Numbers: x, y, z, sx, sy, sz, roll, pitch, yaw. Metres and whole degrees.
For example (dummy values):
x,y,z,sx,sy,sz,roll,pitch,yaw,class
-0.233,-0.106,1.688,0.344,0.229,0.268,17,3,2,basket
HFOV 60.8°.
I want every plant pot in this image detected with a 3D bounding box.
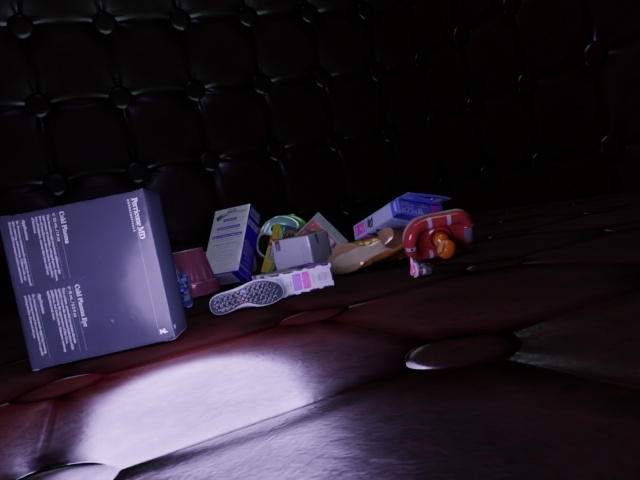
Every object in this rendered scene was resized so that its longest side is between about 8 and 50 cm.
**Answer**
x,y,z,sx,sy,sz,roll,pitch,yaw,class
-0.508,0.126,2.138,0.201,0.180,0.201,-11,3,1,plant pot

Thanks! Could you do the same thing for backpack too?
x,y,z,sx,sy,sz,roll,pitch,yaw,class
-0.492,0.141,1.794,0.116,0.173,0.158,-12,2,-13,backpack

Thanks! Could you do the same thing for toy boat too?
x,y,z,sx,sy,sz,roll,pitch,yaw,class
0.372,0.003,1.686,0.231,0.151,0.151,-12,31,-1,toy boat

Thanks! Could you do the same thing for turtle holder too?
x,y,z,sx,sy,sz,roll,pitch,yaw,class
-0.187,-0.012,2.451,0.227,0.320,0.243,-13,-35,-53,turtle holder

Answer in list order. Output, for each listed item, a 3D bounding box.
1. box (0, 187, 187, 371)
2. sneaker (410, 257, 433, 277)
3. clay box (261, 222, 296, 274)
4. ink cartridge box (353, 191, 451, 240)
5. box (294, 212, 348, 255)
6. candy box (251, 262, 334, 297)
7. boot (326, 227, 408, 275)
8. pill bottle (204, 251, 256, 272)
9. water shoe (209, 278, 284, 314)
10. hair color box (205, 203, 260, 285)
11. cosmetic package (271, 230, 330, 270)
x,y,z,sx,sy,sz,roll,pitch,yaw,class
-0.503,0.082,1.248,0.312,0.343,0.179,-11,2,-4,box
0.266,0.071,1.433,0.057,0.047,0.119,-5,10,2,sneaker
-0.164,0.049,2.118,0.053,0.222,0.127,15,3,18,clay box
0.269,-0.068,1.812,0.185,0.065,0.311,5,-24,-30,ink cartridge box
0.000,0.000,2.156,0.130,0.170,0.091,-45,4,24,box
-0.084,0.118,1.605,0.196,0.070,0.165,-12,3,-24,candy box
0.186,0.050,1.840,0.295,0.104,0.211,-30,-26,28,boot
-0.432,0.110,2.465,0.264,0.153,0.153,-13,3,-18,pill bottle
-0.199,0.147,1.475,0.203,0.073,0.080,-11,0,-9,water shoe
-0.377,0.020,2.333,0.185,0.339,0.110,-10,-34,23,hair color box
-0.065,0.055,2.022,0.151,0.151,0.183,-10,4,23,cosmetic package
